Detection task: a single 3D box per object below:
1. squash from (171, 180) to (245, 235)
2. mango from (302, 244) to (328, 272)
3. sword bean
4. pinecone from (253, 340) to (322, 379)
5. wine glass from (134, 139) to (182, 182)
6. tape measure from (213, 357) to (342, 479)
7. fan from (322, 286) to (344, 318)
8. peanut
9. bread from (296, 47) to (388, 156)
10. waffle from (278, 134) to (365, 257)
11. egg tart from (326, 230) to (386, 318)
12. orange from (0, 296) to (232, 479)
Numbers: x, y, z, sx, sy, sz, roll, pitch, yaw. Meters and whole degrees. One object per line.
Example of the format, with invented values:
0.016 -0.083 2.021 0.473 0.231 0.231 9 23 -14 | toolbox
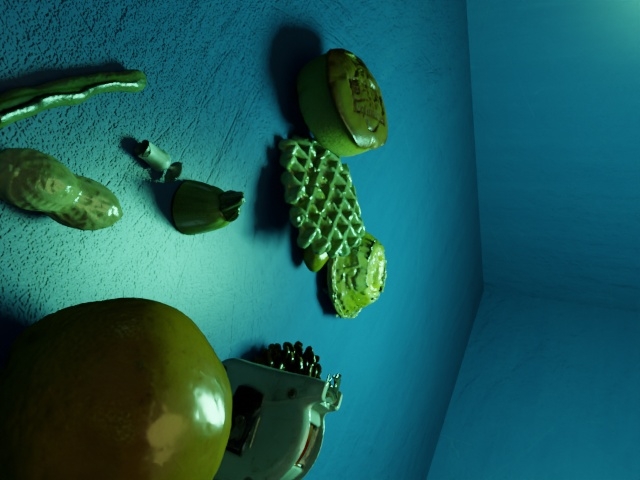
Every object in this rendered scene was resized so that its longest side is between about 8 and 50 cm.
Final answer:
-0.182 -0.055 0.982 0.105 0.132 0.105 -16 108 -60 | squash
0.000 -0.006 1.407 0.165 0.089 0.115 -59 154 -34 | mango
-0.338 -0.202 0.751 0.269 0.038 0.043 -42 127 -54 | sword bean
-0.078 0.306 1.260 0.173 0.174 0.173 -23 117 -60 | pinecone
-0.269 -0.131 0.905 0.083 0.042 0.039 39 24 -56 | wine glass
-0.116 0.355 1.068 0.130 0.258 0.265 57 47 -54 | tape measure
0.044 0.179 1.609 0.193 0.016 0.038 56 41 -53 | fan
-0.342 -0.062 0.724 0.187 0.082 0.082 39 62 -58 | peanut
0.061 -0.328 1.322 0.270 0.148 0.269 30 52 -47 | bread
0.010 -0.110 1.324 0.292 0.056 0.309 -1 74 -54 | waffle
0.119 0.084 1.614 0.315 0.120 0.315 3 90 -67 | egg tart
-0.266 0.221 0.700 0.312 0.312 0.312 -23 117 -60 | orange
